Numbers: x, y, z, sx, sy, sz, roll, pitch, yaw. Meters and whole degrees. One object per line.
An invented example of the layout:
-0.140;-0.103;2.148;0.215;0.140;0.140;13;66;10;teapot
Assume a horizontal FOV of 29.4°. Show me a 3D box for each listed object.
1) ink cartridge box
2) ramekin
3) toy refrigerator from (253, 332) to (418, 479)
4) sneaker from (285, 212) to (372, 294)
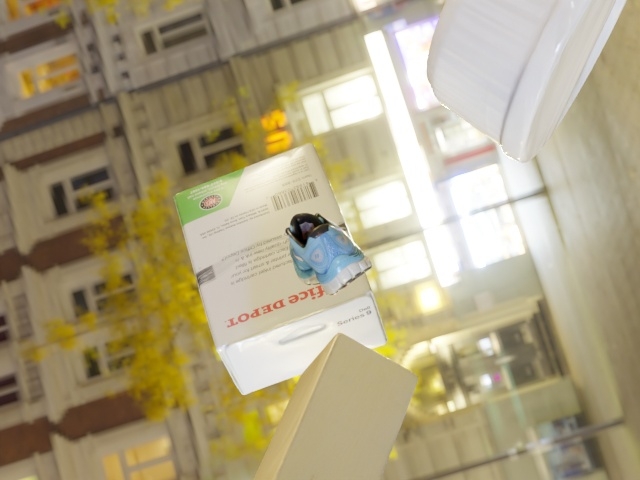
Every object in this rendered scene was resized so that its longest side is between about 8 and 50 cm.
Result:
-0.057;0.035;1.627;0.121;0.211;0.289;70;180;-49;ink cartridge box
0.211;-0.222;1.212;0.127;0.273;0.273;30;175;14;ramekin
-0.008;0.222;1.031;0.102;0.094;0.269;-54;9;53;toy refrigerator
0.000;0.000;1.162;0.073;0.063;0.162;57;170;-11;sneaker
